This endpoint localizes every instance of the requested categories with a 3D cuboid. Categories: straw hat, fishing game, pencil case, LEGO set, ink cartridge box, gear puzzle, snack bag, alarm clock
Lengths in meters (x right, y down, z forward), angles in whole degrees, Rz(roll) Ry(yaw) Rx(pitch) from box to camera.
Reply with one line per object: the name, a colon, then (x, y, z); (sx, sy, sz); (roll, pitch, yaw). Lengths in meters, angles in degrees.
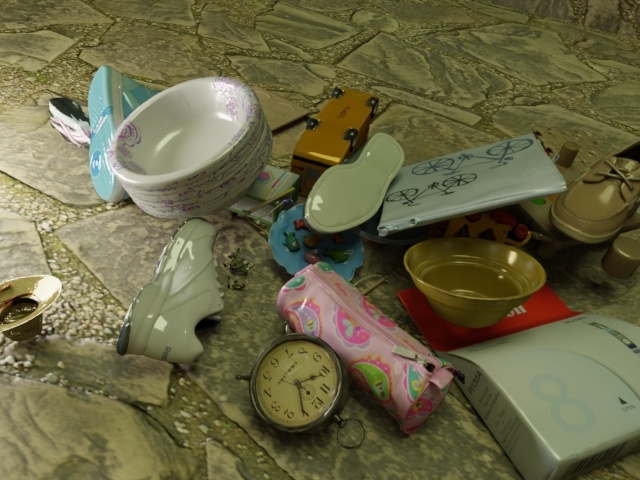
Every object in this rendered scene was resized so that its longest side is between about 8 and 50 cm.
straw hat: (-0.436, 0.112, 0.806); (0.144, 0.061, 0.145); (-7, 30, 4)
fishing game: (0.000, 0.000, 1.005); (0.189, 0.041, 0.264); (-28, 66, -38)
pencil case: (0.064, 0.147, 0.817); (0.124, 0.124, 0.284); (-26, 50, -36)
LEGO set: (-0.145, 0.053, 0.972); (0.054, 0.024, 0.083); (13, 52, 8)
ink cartridge box: (0.348, 0.159, 0.882); (0.307, 0.091, 0.385); (-10, 44, -22)
gear puzzle: (0.656, -0.176, 1.394); (0.175, 0.044, 0.339); (4, 42, -9)
snack bag: (0.273, -0.109, 1.037); (0.322, 0.037, 0.343); (-13, 21, 15)
alarm clock: (-0.014, 0.206, 0.744); (0.192, 0.064, 0.129); (37, 79, 30)
ink cartridge box: (-0.159, -0.113, 1.132); (0.209, 0.062, 0.109); (19, 42, 13)

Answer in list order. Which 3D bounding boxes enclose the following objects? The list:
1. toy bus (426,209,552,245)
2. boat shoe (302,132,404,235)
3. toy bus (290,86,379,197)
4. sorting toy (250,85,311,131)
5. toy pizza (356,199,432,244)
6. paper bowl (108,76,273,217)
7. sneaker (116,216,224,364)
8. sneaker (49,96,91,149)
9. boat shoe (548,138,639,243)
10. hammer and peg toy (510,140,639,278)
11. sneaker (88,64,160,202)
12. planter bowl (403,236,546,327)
toy bus: (0.302, 0.003, 1.047); (0.202, 0.105, 0.190); (19, -2, 36)
boat shoe: (0.056, -0.095, 1.054); (0.116, 0.099, 0.319); (46, 47, -4)
toy bus: (0.040, -0.231, 1.262); (0.108, 0.130, 0.333); (16, 40, 11)
sorting toy: (-0.156, -0.332, 1.427); (0.192, 0.038, 0.208); (31, 39, 24)
toy pizza: (0.136, -0.050, 1.140); (0.201, 0.032, 0.201); (5, 40, -4)
paper bowl: (-0.224, -0.156, 1.017); (0.283, 0.148, 0.285); (-9, 49, 11)
sneaker: (-0.210, 0.079, 0.879); (0.129, 0.111, 0.297); (24, 41, -9)
sneaker: (-0.511, -0.230, 1.206); (0.178, 0.077, 0.072); (42, 39, 6)
boat shoe: (0.532, -0.105, 1.024); (0.121, 0.110, 0.341); (37, 47, 25)
hammer and peg toy: (0.538, -0.056, 1.153); (0.265, 0.128, 0.361); (-12, 47, -25)
sneaker: (-0.365, -0.210, 1.169); (0.208, 0.127, 0.319); (12, 57, -41)
planter bowl: (0.239, 0.077, 0.891); (0.216, 0.091, 0.217); (0, 24, 0)
